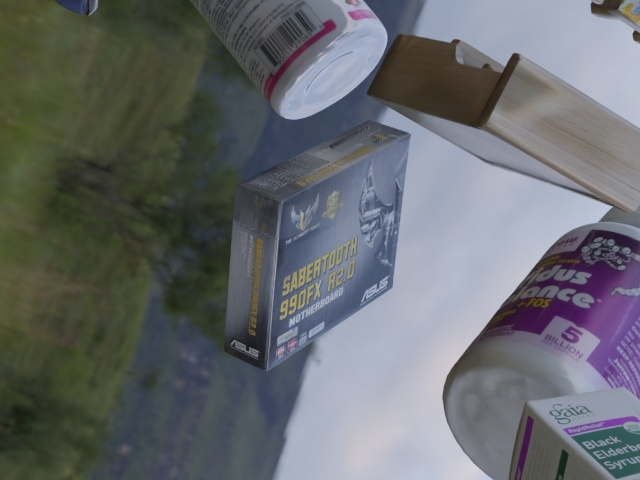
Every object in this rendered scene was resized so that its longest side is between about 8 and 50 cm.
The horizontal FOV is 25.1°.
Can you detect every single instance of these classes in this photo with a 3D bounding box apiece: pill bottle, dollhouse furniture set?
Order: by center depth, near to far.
[{"bbox_3d":[0.240,-0.257,1.295,0.394,0.362,0.256,-62,-154,1],"label":"dollhouse furniture set"},{"bbox_3d":[0.253,0.087,1.336,0.301,0.169,0.169,-45,177,-41],"label":"pill bottle"},{"bbox_3d":[-0.064,-0.295,1.687,0.160,0.283,0.160,-34,164,-11],"label":"pill bottle"}]

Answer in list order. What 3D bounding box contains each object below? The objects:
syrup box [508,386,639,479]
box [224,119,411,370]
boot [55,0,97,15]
[{"bbox_3d":[0.236,0.205,1.023,0.237,0.093,0.096,-133,-135,-53],"label":"syrup box"},{"bbox_3d":[0.000,0.000,1.420,0.231,0.056,0.183,-30,134,-50],"label":"box"},{"bbox_3d":[-0.340,-0.341,1.664,0.082,0.219,0.106,-42,152,-42],"label":"boot"}]
